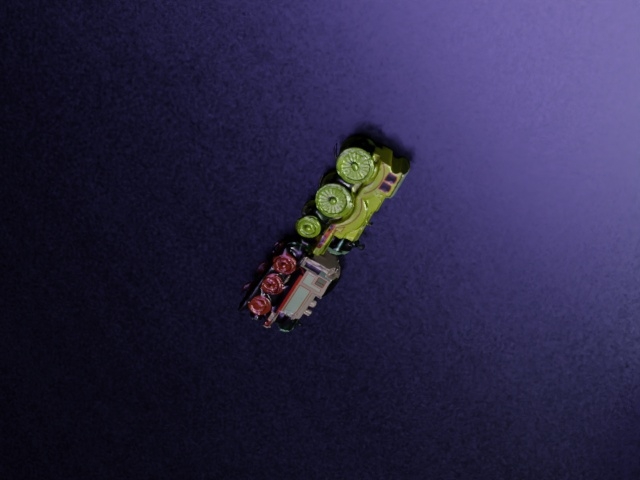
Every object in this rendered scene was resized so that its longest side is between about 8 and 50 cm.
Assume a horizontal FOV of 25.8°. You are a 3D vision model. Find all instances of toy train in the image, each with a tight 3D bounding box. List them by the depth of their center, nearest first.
[{"bbox_3d":[0.000,0.000,1.471,0.085,0.053,0.249,31,117,-6],"label":"toy train"}]
